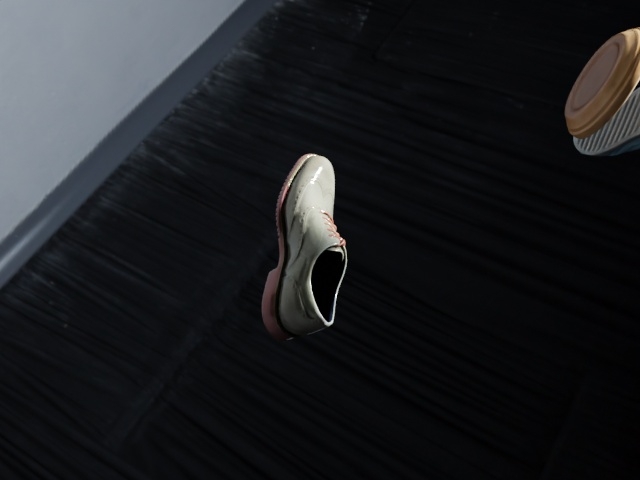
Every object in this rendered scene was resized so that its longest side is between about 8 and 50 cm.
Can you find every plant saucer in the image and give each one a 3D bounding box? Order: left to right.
[{"bbox_3d":[0.476,-0.269,1.061,0.200,0.037,0.200,-64,-176,7],"label":"plant saucer"}]

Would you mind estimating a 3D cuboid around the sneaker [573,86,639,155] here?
[{"bbox_3d":[0.784,-0.298,1.453,0.150,0.366,0.135,-6,81,-46],"label":"sneaker"}]

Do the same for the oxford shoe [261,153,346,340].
[{"bbox_3d":[0.000,0.000,1.075,0.123,0.130,0.348,28,59,-43],"label":"oxford shoe"}]
